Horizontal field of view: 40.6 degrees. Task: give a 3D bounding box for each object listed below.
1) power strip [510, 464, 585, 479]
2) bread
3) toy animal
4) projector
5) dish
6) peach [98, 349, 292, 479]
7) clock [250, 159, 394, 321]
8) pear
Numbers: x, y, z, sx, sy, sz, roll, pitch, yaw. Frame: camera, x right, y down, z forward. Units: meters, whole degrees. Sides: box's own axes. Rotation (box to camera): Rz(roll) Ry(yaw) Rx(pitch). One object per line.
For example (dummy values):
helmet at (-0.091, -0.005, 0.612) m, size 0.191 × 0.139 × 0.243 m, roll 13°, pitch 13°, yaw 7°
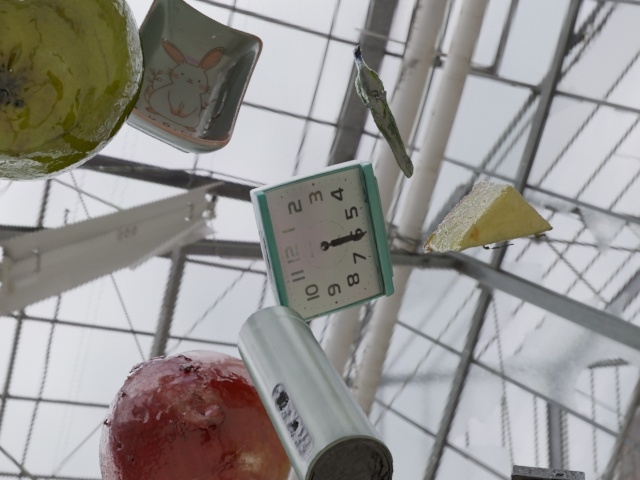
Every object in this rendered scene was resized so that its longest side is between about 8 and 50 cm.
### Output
power strip at (0.342, 0.360, 1.300) m, size 0.038 × 0.111 × 0.029 m, roll -41°, pitch -49°, yaw -72°
bread at (0.179, -0.003, 0.921) m, size 0.080 × 0.084 × 0.109 m, roll 45°, pitch -101°, yaw -15°
toy animal at (0.094, -0.192, 1.306) m, size 0.041 × 0.075 × 0.217 m, roll -25°, pitch -85°, yaw 4°
projector at (-0.017, 0.198, 1.081) m, size 0.108 × 0.337 × 0.108 m, roll -7°, pitch -67°, yaw -16°
dish at (-0.170, -0.195, 1.069) m, size 0.151 × 0.077 × 0.212 m, roll 25°, pitch -131°, yaw -14°
peach at (-0.221, 0.354, 1.548) m, size 0.370 × 0.370 × 0.370 m, roll -20°, pitch -58°, yaw -37°
clock at (0.000, 0.000, 1.588) m, size 0.231 × 0.116 × 0.262 m, roll -17°, pitch -72°, yaw -17°
pear at (-0.255, -0.151, 0.720) m, size 0.212 × 0.269 × 0.213 m, roll -5°, pitch -71°, yaw -15°
